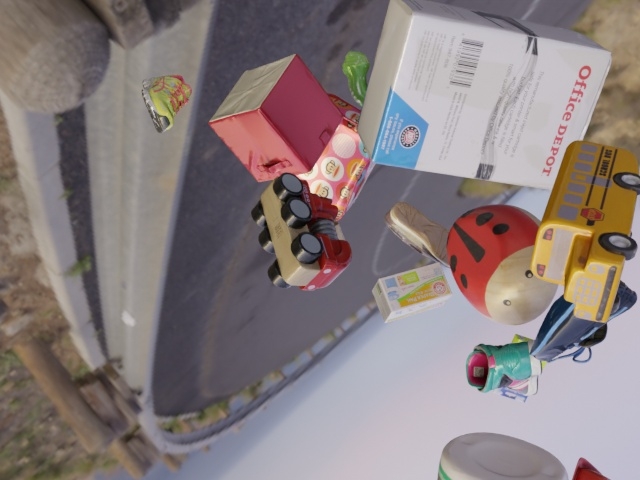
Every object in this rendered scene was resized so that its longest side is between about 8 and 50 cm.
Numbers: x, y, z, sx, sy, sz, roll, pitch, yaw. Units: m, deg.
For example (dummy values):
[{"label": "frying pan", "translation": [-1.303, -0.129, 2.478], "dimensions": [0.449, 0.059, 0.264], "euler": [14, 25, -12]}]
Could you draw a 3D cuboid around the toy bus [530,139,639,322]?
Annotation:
[{"label": "toy bus", "translation": [0.394, -0.024, 1.253], "dimensions": [0.333, 0.130, 0.108], "euler": [-54, 154, -50]}]

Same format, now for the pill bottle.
[{"label": "pill bottle", "translation": [0.272, 0.517, 1.392], "dimensions": [0.204, 0.204, 0.361], "euler": [-25, 124, -66]}]

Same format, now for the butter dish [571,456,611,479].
[{"label": "butter dish", "translation": [0.656, 0.616, 2.011], "dimensions": [0.118, 0.160, 0.160], "euler": [4, -119, 47]}]

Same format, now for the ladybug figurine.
[{"label": "ladybug figurine", "translation": [0.476, 0.047, 2.352], "dimensions": [0.305, 0.162, 0.449], "euler": [-60, -152, 14]}]

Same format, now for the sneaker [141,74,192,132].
[{"label": "sneaker", "translation": [-0.305, -0.289, 1.727], "dimensions": [0.094, 0.208, 0.081], "euler": [-18, 125, -2]}]

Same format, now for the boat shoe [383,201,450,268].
[{"label": "boat shoe", "translation": [0.318, -0.009, 2.657], "dimensions": [0.092, 0.285, 0.103], "euler": [-31, -153, 58]}]

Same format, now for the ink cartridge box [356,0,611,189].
[{"label": "ink cartridge box", "translation": [0.300, -0.275, 1.622], "dimensions": [0.166, 0.395, 0.285], "euler": [-108, -151, -60]}]

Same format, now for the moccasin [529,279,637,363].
[{"label": "moccasin", "translation": [0.522, 0.178, 1.727], "dimensions": [0.342, 0.117, 0.138], "euler": [104, 12, -65]}]

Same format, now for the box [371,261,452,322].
[{"label": "box", "translation": [0.275, 0.156, 2.564], "dimensions": [0.203, 0.114, 0.103], "euler": [-15, 160, -15]}]

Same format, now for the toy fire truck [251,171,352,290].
[{"label": "toy fire truck", "translation": [0.000, 0.000, 1.708], "dimensions": [0.246, 0.217, 0.158], "euler": [6, 142, -35]}]

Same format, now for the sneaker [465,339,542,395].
[{"label": "sneaker", "translation": [0.458, 0.334, 2.167], "dimensions": [0.178, 0.124, 0.295], "euler": [-6, 154, 7]}]

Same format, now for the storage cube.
[{"label": "storage cube", "translation": [-0.099, -0.272, 1.936], "dimensions": [0.183, 0.193, 0.215], "euler": [-6, -136, 45]}]

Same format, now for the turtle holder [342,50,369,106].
[{"label": "turtle holder", "translation": [0.238, -0.439, 2.326], "dimensions": [0.243, 0.320, 0.227], "euler": [-26, 119, -68]}]

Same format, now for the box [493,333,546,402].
[{"label": "box", "translation": [0.563, 0.360, 2.411], "dimensions": [0.042, 0.109, 0.178], "euler": [-99, -150, -69]}]

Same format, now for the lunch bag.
[{"label": "lunch bag", "translation": [0.005, -0.219, 2.199], "dimensions": [0.293, 0.258, 0.120], "euler": [-61, 173, 29]}]
